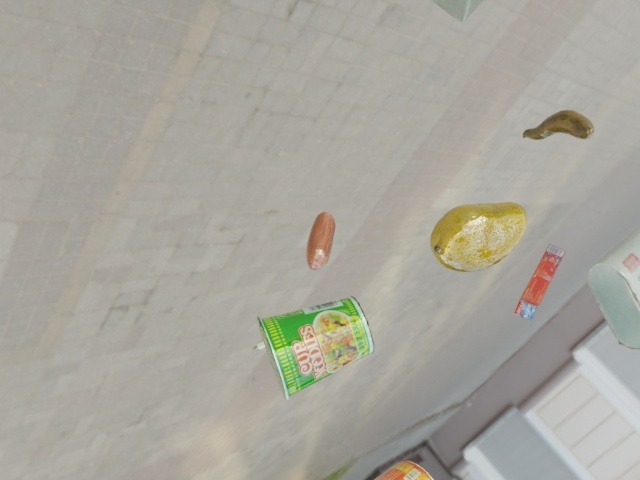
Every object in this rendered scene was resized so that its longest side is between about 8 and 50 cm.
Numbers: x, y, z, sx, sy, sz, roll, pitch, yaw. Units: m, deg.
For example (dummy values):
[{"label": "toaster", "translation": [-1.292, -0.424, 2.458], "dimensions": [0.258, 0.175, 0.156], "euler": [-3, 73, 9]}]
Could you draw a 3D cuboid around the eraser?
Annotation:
[{"label": "eraser", "translation": [0.612, 0.084, 1.208], "dimensions": [0.227, 0.174, 0.081], "euler": [-25, 178, -41]}]

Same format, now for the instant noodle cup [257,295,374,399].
[{"label": "instant noodle cup", "translation": [-0.009, 0.232, 1.485], "dimensions": [0.232, 0.207, 0.207], "euler": [-20, 152, -11]}]

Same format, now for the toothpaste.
[{"label": "toothpaste", "translation": [0.739, 0.136, 2.133], "dimensions": [0.320, 0.066, 0.076], "euler": [-45, 152, -41]}]

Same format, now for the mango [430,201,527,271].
[{"label": "mango", "translation": [0.460, -0.009, 1.843], "dimensions": [0.331, 0.142, 0.195], "euler": [-5, 102, -26]}]

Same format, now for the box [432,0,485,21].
[{"label": "box", "translation": [0.330, -0.615, 1.473], "dimensions": [0.129, 0.148, 0.210], "euler": [-50, 172, 5]}]

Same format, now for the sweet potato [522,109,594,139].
[{"label": "sweet potato", "translation": [0.564, -0.272, 1.500], "dimensions": [0.059, 0.249, 0.069], "euler": [-1, 98, -22]}]

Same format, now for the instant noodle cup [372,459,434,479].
[{"label": "instant noodle cup", "translation": [0.217, 0.715, 1.730], "dimensions": [0.174, 0.213, 0.213], "euler": [-27, 153, -36]}]

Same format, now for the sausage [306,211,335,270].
[{"label": "sausage", "translation": [0.000, 0.000, 1.784], "dimensions": [0.077, 0.077, 0.194], "euler": [109, -5, -49]}]

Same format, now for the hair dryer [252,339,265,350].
[{"label": "hair dryer", "translation": [-0.175, 0.346, 2.115], "dimensions": [0.183, 0.044, 0.155], "euler": [-39, -163, 27]}]
